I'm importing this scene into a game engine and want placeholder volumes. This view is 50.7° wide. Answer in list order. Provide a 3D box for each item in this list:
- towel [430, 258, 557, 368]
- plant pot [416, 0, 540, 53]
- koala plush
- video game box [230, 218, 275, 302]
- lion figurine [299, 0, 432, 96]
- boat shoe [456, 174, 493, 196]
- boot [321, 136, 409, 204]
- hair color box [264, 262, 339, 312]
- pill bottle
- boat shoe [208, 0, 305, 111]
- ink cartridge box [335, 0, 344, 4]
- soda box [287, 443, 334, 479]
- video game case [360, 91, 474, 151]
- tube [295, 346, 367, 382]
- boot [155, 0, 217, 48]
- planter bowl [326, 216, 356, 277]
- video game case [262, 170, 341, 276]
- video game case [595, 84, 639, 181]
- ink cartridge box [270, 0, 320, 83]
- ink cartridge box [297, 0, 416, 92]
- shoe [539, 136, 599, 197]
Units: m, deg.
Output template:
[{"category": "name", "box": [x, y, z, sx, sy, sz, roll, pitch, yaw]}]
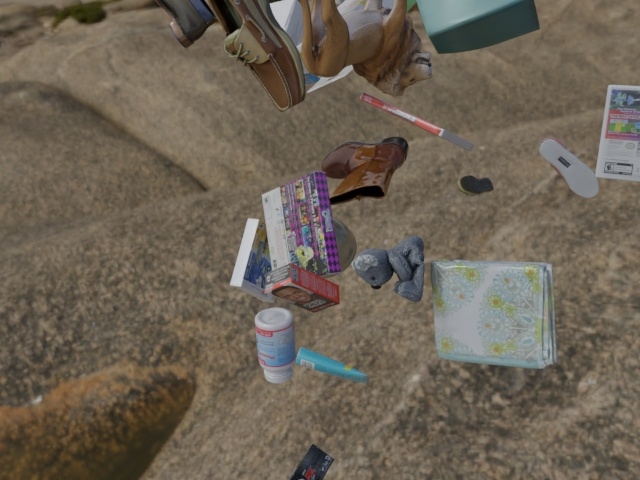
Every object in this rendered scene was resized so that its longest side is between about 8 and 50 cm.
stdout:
[{"category": "towel", "box": [0.524, 0.219, 2.056, 0.374, 0.320, 0.090, 0, 8, 30]}, {"category": "plant pot", "box": [0.351, -0.533, 1.535, 0.234, 0.166, 0.165, -21, -17, 19]}, {"category": "koala plush", "box": [0.208, 0.079, 2.118, 0.221, 0.203, 0.196, 5, 0, 1]}, {"category": "video game box", "box": [-0.174, 0.063, 1.989, 0.048, 0.187, 0.205, 6, 75, 28]}, {"category": "lion figurine", "box": [0.061, -0.363, 1.212, 0.392, 0.240, 0.142, -17, 45, -39]}, {"category": "boat shoe", "box": [0.406, -0.142, 1.809, 0.153, 0.056, 0.048, -9, -14, -47]}, {"category": "boot", "box": [0.081, -0.156, 1.733, 0.264, 0.096, 0.280, -3, 32, 26]}, {"category": "hair color box", "box": [-0.034, 0.093, 1.299, 0.072, 0.141, 0.043, -24, 54, 35]}, {"category": "pill bottle", "box": [-0.100, 0.240, 1.533, 0.087, 0.160, 0.087, -2, 24, 1]}, {"category": "boat shoe", "box": [-0.146, -0.415, 1.392, 0.120, 0.324, 0.122, -31, 8, -32]}, {"category": "ink cartridge box", "box": [0.050, -0.728, 1.678, 0.078, 0.231, 0.134, 22, 50, 18]}, {"category": "soda box", "box": [-0.035, 0.492, 1.366, 0.060, 0.053, 0.169, 34, 28, 7]}, {"category": "video game case", "box": [0.269, -0.330, 1.878, 0.285, 0.025, 0.204, 33, 14, 33]}, {"category": "tube", "box": [0.034, 0.359, 1.906, 0.207, 0.080, 0.052, 18, 72, 11]}, {"category": "boot", "box": [-0.336, -0.585, 1.628, 0.106, 0.219, 0.082, -29, 1, 14]}, {"category": "planter bowl", "box": [0.000, 0.000, 1.714, 0.162, 0.109, 0.162, -9, 59, 15]}, {"category": "video game case", "box": [-0.049, -0.020, 1.554, 0.042, 0.232, 0.210, -2, -11, -40]}, {"category": "video game case", "box": [0.650, -0.202, 1.303, 0.201, 0.183, 0.023, 10, 17, 25]}, {"category": "ink cartridge box", "box": [-0.112, -0.651, 2.241, 0.171, 0.232, 0.168, -2, 62, 31]}, {"category": "ink cartridge box", "box": [0.080, -0.574, 1.860, 0.207, 0.119, 0.353, -7, 39, 54]}, {"category": "shoe", "box": [0.598, -0.180, 1.622, 0.063, 0.178, 0.081, -46, -3, 25]}]
